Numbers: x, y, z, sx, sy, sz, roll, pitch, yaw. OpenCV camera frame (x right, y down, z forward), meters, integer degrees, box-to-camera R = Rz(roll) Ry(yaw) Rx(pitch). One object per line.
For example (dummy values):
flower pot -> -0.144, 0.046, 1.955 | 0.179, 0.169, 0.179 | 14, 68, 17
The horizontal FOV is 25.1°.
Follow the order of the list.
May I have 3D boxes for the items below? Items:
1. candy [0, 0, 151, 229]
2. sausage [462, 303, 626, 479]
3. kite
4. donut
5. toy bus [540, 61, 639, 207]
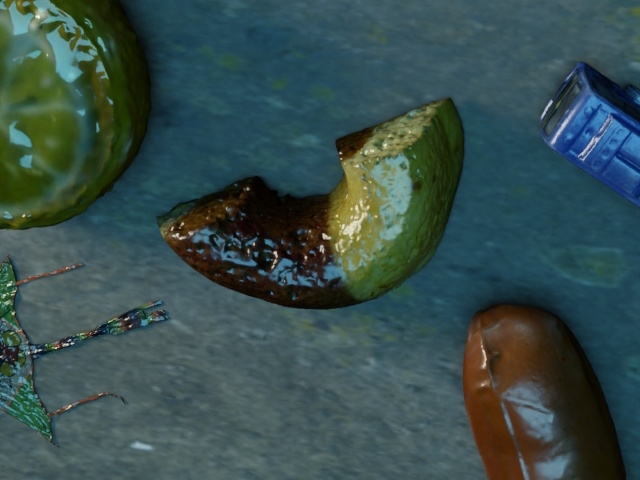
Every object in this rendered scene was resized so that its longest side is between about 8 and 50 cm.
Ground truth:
candy -> -0.276, -0.133, 1.273 | 0.260, 0.118, 0.260 | 5, 116, 9
sausage -> 0.201, 0.179, 1.277 | 0.133, 0.133, 0.258 | -16, 100, 12
kite -> -0.261, 0.105, 1.387 | 0.244, 0.006, 0.198 | -13, 101, 11
donut -> 0.000, 0.000, 1.270 | 0.295, 0.112, 0.151 | -20, 98, 14
toy bus -> 0.299, -0.058, 1.220 | 0.236, 0.094, 0.079 | 33, 106, -1
